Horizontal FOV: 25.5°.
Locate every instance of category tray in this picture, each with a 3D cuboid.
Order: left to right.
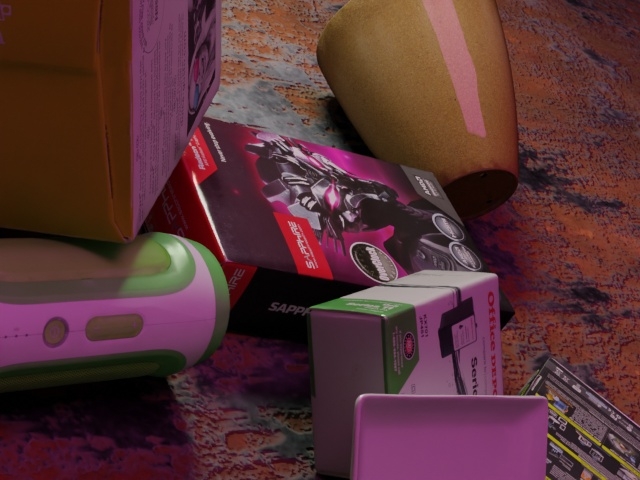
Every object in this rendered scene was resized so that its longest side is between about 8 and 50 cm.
[{"bbox_3d":[0.107,0.203,1.213,0.030,0.145,0.270,1,-4,43],"label":"tray"}]

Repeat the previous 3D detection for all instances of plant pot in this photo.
[{"bbox_3d":[0.145,-0.158,1.726,0.237,0.237,0.254,7,53,-40],"label":"plant pot"}]

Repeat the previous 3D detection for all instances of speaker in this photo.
[{"bbox_3d":[-0.215,0.056,1.112,0.297,0.131,0.131,-2,45,-47],"label":"speaker"}]

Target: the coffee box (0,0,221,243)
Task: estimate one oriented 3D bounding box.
[{"bbox_3d":[-0.274,-0.236,1.162,0.338,0.338,0.334,8,29,5],"label":"coffee box"}]

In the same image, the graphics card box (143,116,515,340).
[{"bbox_3d":[0.000,0.000,1.449,0.371,0.094,0.232,13,36,-35],"label":"graphics card box"}]

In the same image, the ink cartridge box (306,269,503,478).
[{"bbox_3d":[0.083,0.117,1.288,0.087,0.153,0.208,2,11,34],"label":"ink cartridge box"}]

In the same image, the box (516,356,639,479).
[{"bbox_3d":[0.289,0.256,1.401,0.270,0.060,0.216,38,30,7],"label":"box"}]
